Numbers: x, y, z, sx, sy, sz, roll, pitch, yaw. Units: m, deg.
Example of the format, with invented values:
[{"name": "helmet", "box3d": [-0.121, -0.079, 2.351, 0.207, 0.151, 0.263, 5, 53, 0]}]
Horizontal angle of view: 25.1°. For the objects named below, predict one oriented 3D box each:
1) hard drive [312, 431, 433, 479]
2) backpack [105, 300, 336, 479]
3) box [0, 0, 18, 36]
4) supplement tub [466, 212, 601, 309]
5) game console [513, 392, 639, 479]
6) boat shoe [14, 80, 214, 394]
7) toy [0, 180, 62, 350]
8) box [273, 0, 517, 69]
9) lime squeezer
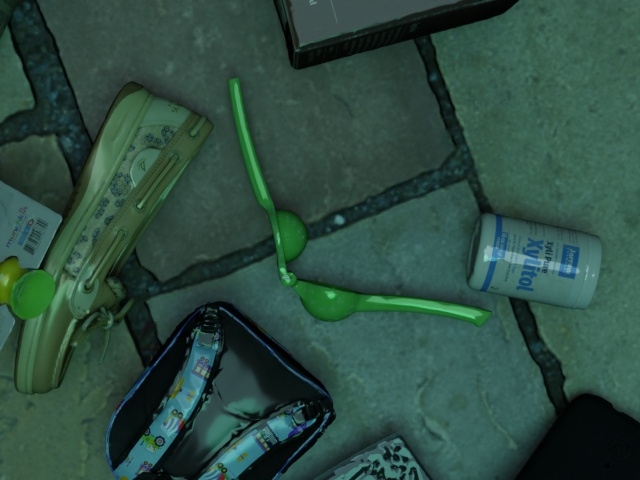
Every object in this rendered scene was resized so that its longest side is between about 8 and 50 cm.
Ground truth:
[{"name": "hard drive", "box3d": [0.010, 0.302, 1.270, 0.254, 0.054, 0.172, -36, 87, 1]}, {"name": "backpack", "box3d": [-0.093, 0.157, 1.239, 0.158, 0.117, 0.173, 40, 90, -2]}, {"name": "box", "box3d": [-0.271, -0.300, 1.226, 0.094, 0.113, 0.275, 26, 92, -3]}, {"name": "supplement tub", "box3d": [0.187, 0.018, 1.266, 0.107, 0.071, 0.071, 10, 91, -1]}, {"name": "game console", "box3d": [0.295, 0.340, 1.163, 0.386, 0.060, 0.342, 33, 61, 14]}, {"name": "boat shoe", "box3d": [-0.183, 0.007, 1.239, 0.089, 0.104, 0.285, 22, 88, -5]}, {"name": "toy", "box3d": [-0.298, 0.008, 1.219, 0.056, 0.237, 0.137, 24, 92, -46]}, {"name": "box", "box3d": [0.051, -0.253, 1.206, 0.203, 0.167, 0.168, -15, 91, -1]}, {"name": "lime squeezer", "box3d": [0.000, 0.000, 1.261, 0.310, 0.059, 0.110, 43, 106, -1]}]
